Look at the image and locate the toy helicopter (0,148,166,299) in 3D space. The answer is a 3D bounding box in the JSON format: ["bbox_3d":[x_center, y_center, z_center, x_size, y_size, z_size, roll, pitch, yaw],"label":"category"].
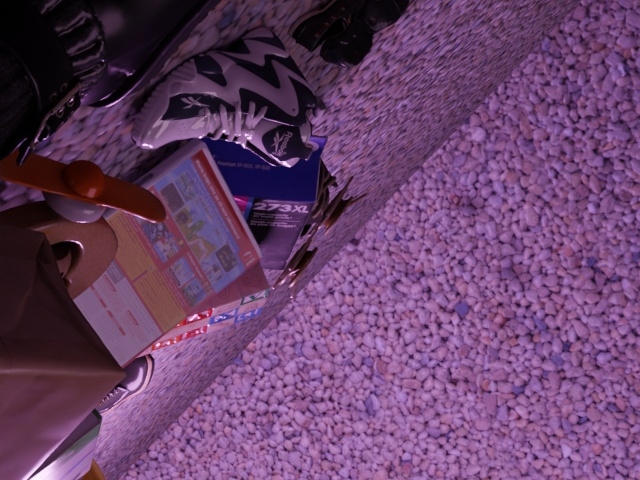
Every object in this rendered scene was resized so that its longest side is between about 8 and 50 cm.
[{"bbox_3d":[-0.289,-0.003,1.001,0.235,0.140,0.355,-38,160,6],"label":"toy helicopter"}]

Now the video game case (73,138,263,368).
[{"bbox_3d":[-0.220,0.032,1.385,0.285,0.025,0.204,-38,130,-17],"label":"video game case"}]

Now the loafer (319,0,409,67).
[{"bbox_3d":[0.059,-0.303,1.494,0.170,0.062,0.061,-49,-147,-17],"label":"loafer"}]

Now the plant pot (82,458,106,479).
[{"bbox_3d":[-0.545,0.511,2.035,0.239,0.254,0.254,-32,177,19],"label":"plant pot"}]

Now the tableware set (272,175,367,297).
[{"bbox_3d":[0.000,0.000,1.740,0.194,0.039,0.128,-56,-177,-22],"label":"tableware set"}]

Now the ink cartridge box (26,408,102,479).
[{"bbox_3d":[-0.382,0.215,1.373,0.117,0.201,0.278,-40,172,-26],"label":"ink cartridge box"}]

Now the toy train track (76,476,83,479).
[{"bbox_3d":[-0.336,0.332,1.436,0.083,0.014,0.048,-34,169,-48],"label":"toy train track"}]

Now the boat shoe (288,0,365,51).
[{"bbox_3d":[0.016,-0.278,1.412,0.133,0.042,0.049,-40,169,-39],"label":"boat shoe"}]

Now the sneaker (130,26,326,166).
[{"bbox_3d":[-0.085,-0.132,1.239,0.235,0.153,0.094,-37,168,-45],"label":"sneaker"}]

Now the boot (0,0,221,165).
[{"bbox_3d":[-0.176,-0.159,0.713,0.260,0.131,0.348,-36,169,-46],"label":"boot"}]

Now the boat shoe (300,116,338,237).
[{"bbox_3d":[-0.035,-0.097,1.678,0.132,0.130,0.355,-60,177,-14],"label":"boat shoe"}]

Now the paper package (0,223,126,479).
[{"bbox_3d":[-0.371,0.136,0.843,0.325,0.168,0.309,-47,151,18],"label":"paper package"}]

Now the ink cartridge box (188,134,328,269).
[{"bbox_3d":[-0.107,-0.050,1.541,0.371,0.176,0.069,115,-22,-65],"label":"ink cartridge box"}]

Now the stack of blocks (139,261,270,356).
[{"bbox_3d":[-0.226,0.088,1.544,0.297,0.087,0.171,-18,164,-17],"label":"stack of blocks"}]

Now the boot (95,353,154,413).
[{"bbox_3d":[-0.410,0.289,2.127,0.198,0.077,0.137,-50,165,31],"label":"boot"}]
